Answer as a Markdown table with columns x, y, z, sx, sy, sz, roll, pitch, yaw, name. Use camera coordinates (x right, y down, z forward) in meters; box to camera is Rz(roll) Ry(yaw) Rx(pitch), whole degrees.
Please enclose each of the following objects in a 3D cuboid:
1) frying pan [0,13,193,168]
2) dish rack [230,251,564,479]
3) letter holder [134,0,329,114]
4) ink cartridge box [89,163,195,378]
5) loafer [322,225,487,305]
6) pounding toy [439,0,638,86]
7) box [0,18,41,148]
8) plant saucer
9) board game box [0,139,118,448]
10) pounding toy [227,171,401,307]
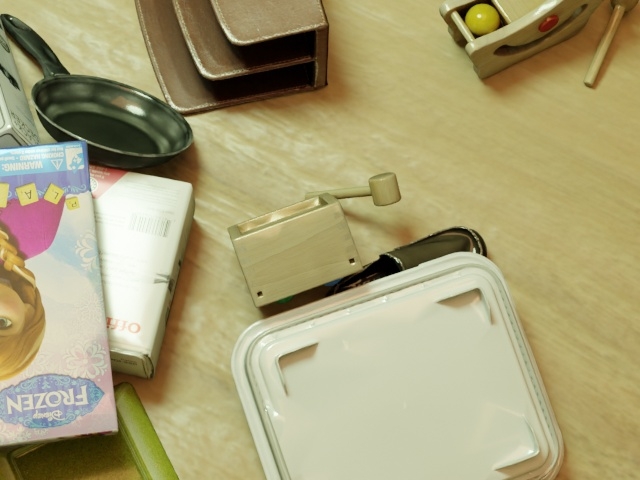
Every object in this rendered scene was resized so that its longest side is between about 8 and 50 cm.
| x | y | z | sx | sy | sz | roll | pitch | yaw | name |
| --- | --- | --- | --- | --- | --- | --- | --- | --- | --- |
| -0.305 | -0.169 | 1.649 | 0.326 | 0.053 | 0.197 | 27 | 26 | 12 | frying pan |
| 0.092 | 0.182 | 1.513 | 0.332 | 0.072 | 0.286 | -18 | 86 | -9 | dish rack |
| -0.129 | -0.333 | 1.716 | 0.214 | 0.152 | 0.302 | -13 | 68 | -6 | letter holder |
| -0.244 | 0.034 | 1.584 | 0.158 | 0.092 | 0.218 | 11 | 66 | 2 | ink cartridge box |
| 0.102 | 0.045 | 1.603 | 0.220 | 0.078 | 0.080 | -29 | 71 | -14 | loafer |
| 0.297 | -0.280 | 1.711 | 0.269 | 0.154 | 0.155 | -26 | 71 | -13 | pounding toy |
| -0.442 | -0.178 | 1.615 | 0.169 | 0.087 | 0.290 | -25 | 58 | 4 | box |
| -0.256 | 0.266 | 1.509 | 0.188 | 0.045 | 0.188 | -25 | 70 | -13 | plant saucer |
| -0.387 | 0.066 | 1.450 | 0.318 | 0.066 | 0.318 | -7 | 81 | -11 | board game box |
| 0.004 | -0.003 | 1.597 | 0.206 | 0.181 | 0.094 | -20 | 98 | -4 | pounding toy |
